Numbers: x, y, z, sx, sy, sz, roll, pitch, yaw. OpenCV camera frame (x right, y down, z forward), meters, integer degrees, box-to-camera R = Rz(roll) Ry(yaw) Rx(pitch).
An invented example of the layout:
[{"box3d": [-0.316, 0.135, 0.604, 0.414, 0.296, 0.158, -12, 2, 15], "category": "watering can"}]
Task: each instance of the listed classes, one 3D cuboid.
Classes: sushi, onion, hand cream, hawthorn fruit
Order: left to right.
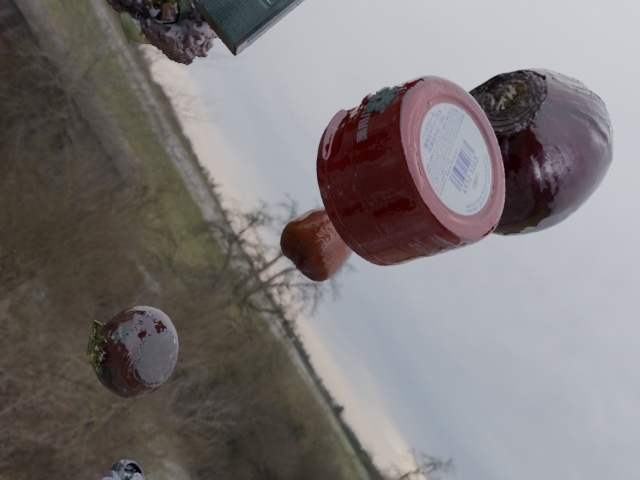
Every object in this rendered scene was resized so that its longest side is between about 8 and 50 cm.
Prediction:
[{"box3d": [-0.328, -0.507, 1.652, 0.270, 0.236, 0.171, 50, 5, -3], "category": "sushi"}, {"box3d": [0.000, 0.000, 1.437, 0.133, 0.138, 0.133, 47, 3, -3], "category": "hawthorn fruit"}, {"box3d": [0.120, -0.086, 0.994, 0.149, 0.230, 0.230, -15, -68, 42], "category": "hand cream"}, {"box3d": [0.379, -0.148, 1.430, 0.282, 0.336, 0.260, 72, 6, -46], "category": "onion"}]

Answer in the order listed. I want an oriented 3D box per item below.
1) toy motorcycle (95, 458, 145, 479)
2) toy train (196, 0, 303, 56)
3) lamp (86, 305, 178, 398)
[{"box3d": [-0.220, 0.334, 0.810, 0.152, 0.073, 0.225, 52, 27, -61], "category": "toy motorcycle"}, {"box3d": [0.010, -0.420, 1.092, 0.086, 0.409, 0.089, 51, -4, -7], "category": "toy train"}, {"box3d": [-0.317, 0.182, 1.312, 0.135, 0.156, 0.157, 10, -44, 34], "category": "lamp"}]
